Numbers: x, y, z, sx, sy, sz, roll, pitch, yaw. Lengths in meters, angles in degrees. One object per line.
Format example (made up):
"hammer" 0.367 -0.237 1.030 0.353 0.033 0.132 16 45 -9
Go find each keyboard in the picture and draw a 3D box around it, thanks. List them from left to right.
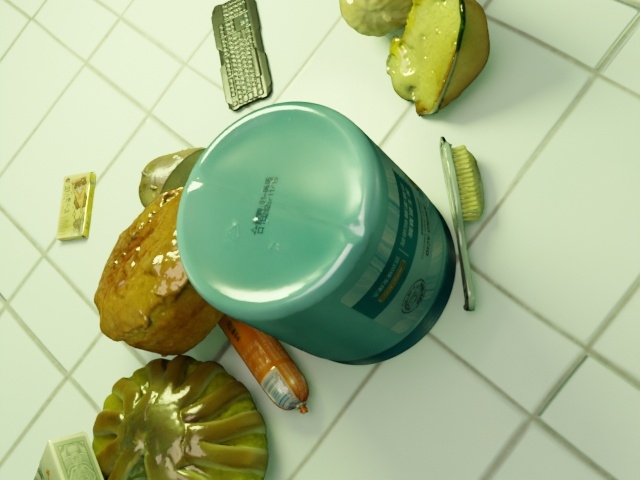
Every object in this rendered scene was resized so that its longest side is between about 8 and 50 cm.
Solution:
"keyboard" -0.162 -0.382 1.700 0.106 0.016 0.262 -21 64 19

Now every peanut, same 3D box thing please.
"peanut" 0.161 -0.512 1.499 0.158 0.174 0.340 33 85 1

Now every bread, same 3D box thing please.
"bread" -0.255 0.047 1.461 0.312 0.172 0.312 -34 37 31
"bread" -0.242 0.339 1.405 0.332 0.160 0.333 -9 68 23
"bread" 0.216 -0.342 1.436 0.133 0.252 0.174 -18 53 -29

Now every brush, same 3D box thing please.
"brush" 0.239 -0.032 1.361 0.060 0.068 0.297 -6 73 1

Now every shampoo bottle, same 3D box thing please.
"shampoo bottle" 0.000 0.000 1.297 0.331 0.342 0.331 -9 68 24

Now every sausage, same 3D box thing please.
"sausage" -0.090 0.202 1.429 0.071 0.071 0.234 -43 59 7

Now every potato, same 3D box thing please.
"potato" -0.302 -0.135 1.641 0.100 0.089 0.172 34 91 34

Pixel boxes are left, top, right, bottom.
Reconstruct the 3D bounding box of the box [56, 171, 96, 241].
"box" -0.509 -0.073 1.762 0.073 0.020 0.149 -8 69 24

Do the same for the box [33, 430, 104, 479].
"box" -0.430 0.463 1.430 0.164 0.069 0.256 59 137 29
